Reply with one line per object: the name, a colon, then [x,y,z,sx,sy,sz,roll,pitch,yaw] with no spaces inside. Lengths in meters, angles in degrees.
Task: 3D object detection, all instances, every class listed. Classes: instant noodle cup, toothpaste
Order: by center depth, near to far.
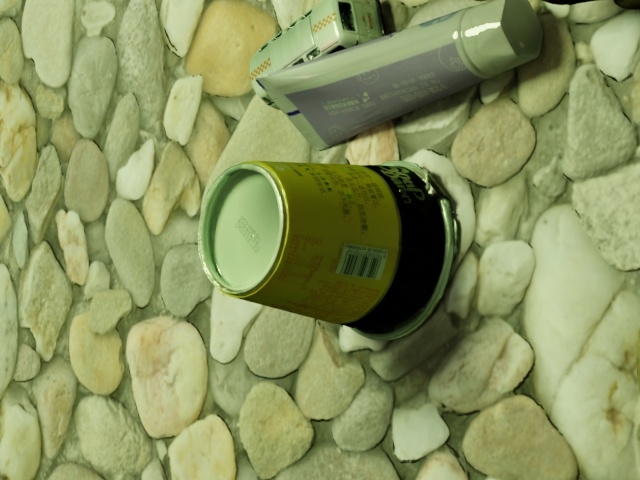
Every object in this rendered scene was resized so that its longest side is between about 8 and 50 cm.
instant noodle cup: [0.000,0.000,1.952,0.215,0.236,0.215,-9,78,46]
toothpaste: [0.084,-0.188,1.998,0.371,0.125,0.080,-18,35,42]

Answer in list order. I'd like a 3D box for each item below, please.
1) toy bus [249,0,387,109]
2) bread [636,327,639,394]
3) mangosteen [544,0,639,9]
toy bus: [-0.008,-0.223,2.115,0.194,0.089,0.087,-30,60,42]
bread: [0.406,0.112,1.620,0.267,0.040,0.267,-11,75,46]
mangosteen: [0.270,-0.322,1.755,0.216,0.216,0.216,-12,73,46]
